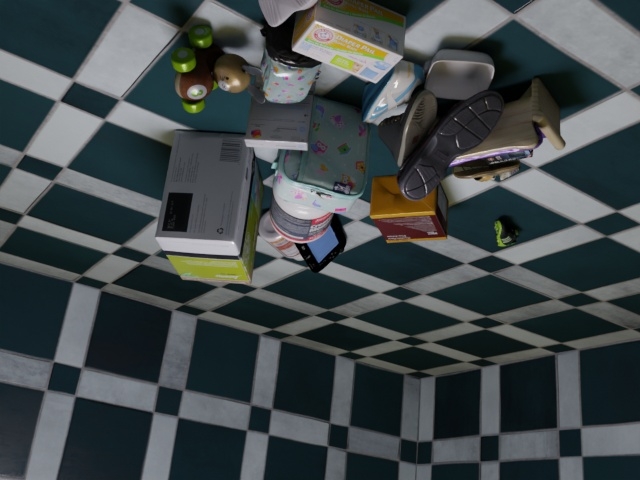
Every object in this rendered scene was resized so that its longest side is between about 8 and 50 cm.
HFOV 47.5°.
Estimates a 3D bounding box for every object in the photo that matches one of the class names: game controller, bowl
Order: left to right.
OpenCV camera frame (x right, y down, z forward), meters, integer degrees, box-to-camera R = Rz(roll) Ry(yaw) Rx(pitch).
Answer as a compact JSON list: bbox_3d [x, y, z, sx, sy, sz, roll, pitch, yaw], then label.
[{"bbox_3d":[0.000,0.000,2.417,0.067,0.166,0.319,33,167,25],"label":"game controller"},{"bbox_3d":[0.303,-0.369,1.594,0.141,0.053,0.142,5,156,-1],"label":"bowl"}]

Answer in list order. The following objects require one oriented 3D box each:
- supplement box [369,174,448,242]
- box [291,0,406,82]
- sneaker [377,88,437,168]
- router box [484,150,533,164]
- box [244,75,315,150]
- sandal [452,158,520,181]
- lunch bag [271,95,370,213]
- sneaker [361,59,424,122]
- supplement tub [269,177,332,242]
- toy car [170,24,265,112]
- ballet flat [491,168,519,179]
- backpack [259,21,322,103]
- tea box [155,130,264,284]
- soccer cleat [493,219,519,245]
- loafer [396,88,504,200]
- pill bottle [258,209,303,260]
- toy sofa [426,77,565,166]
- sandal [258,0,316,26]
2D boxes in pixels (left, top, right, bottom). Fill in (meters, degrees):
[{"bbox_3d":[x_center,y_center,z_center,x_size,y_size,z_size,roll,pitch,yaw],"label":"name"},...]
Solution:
[{"bbox_3d":[0.266,-0.094,2.149,0.191,0.129,0.194,-3,155,21],"label":"supplement box"},{"bbox_3d":[0.058,-0.420,1.474,0.203,0.103,0.114,16,155,-21],"label":"box"},{"bbox_3d":[0.187,-0.274,1.662,0.083,0.118,0.222,-21,146,-27],"label":"sneaker"},{"bbox_3d":[0.474,-0.240,1.870,0.122,0.038,0.092,-9,152,32],"label":"router box"},{"bbox_3d":[-0.091,-0.302,1.684,0.145,0.186,0.038,4,157,4],"label":"box"},{"bbox_3d":[0.446,-0.187,1.954,0.180,0.072,0.049,-6,133,17],"label":"sandal"},{"bbox_3d":[0.002,-0.210,1.756,0.224,0.279,0.108,15,151,-15],"label":"lunch bag"},{"bbox_3d":[0.158,-0.334,1.677,0.092,0.088,0.228,5,162,-18],"label":"sneaker"},{"bbox_3d":[-0.046,-0.124,2.082,0.191,0.191,0.272,8,157,-4],"label":"supplement tub"},{"bbox_3d":[-0.210,-0.356,1.591,0.188,0.149,0.155,19,150,13],"label":"toy car"},{"bbox_3d":[0.487,-0.184,1.996,0.114,0.041,0.041,3,157,6],"label":"ballet flat"},{"bbox_3d":[-0.071,-0.382,1.586,0.151,0.115,0.182,9,160,-13],"label":"backpack"},{"bbox_3d":[-0.301,-0.085,2.063,0.219,0.329,0.323,4,158,4],"label":"tea box"},{"bbox_3d":[0.595,-0.027,2.322,0.072,0.060,0.179,-10,160,12],"label":"soccer cleat"},{"bbox_3d":[0.279,-0.227,1.637,0.109,0.095,0.302,36,103,-28],"label":"loafer"},{"bbox_3d":[-0.109,-0.014,2.443,0.121,0.121,0.216,-5,155,24],"label":"pill bottle"},{"bbox_3d":[0.381,-0.235,1.733,0.362,0.177,0.150,-11,153,34],"label":"toy sofa"},{"bbox_3d":[-0.048,-0.486,1.382,0.076,0.102,0.265,-31,-168,-19],"label":"sandal"}]
